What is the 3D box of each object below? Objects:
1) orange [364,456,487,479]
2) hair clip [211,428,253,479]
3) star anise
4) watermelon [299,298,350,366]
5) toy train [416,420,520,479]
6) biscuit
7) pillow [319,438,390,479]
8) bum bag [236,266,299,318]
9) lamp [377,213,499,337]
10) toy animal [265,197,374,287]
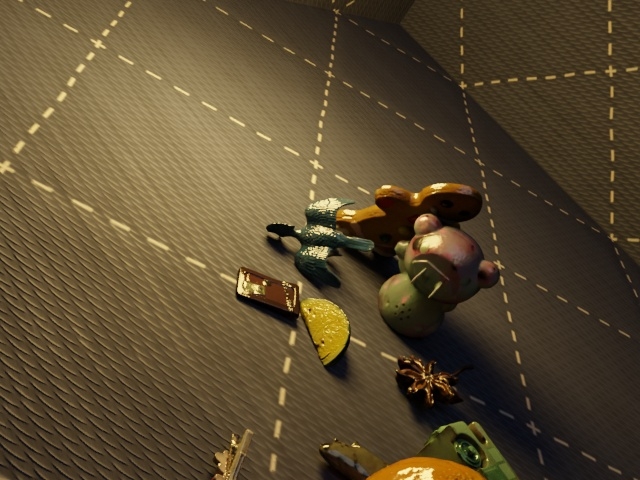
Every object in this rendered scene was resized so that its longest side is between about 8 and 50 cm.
[{"bbox_3d":[0.188,0.529,1.345,0.340,0.293,0.341,24,35,-18],"label":"orange"},{"bbox_3d":[-0.162,0.420,1.388,0.062,0.056,0.214,41,36,-24],"label":"hair clip"},{"bbox_3d":[0.282,0.339,1.897,0.233,0.073,0.177,7,30,-14],"label":"star anise"},{"bbox_3d":[0.026,0.198,1.843,0.092,0.075,0.181,7,43,-33],"label":"watermelon"},{"bbox_3d":[0.342,0.530,1.664,0.159,0.129,0.326,4,43,-51],"label":"toy train"},{"bbox_3d":[0.232,-0.049,2.068,0.283,0.432,0.064,27,61,-34],"label":"biscuit"},{"bbox_3d":[0.105,0.462,1.589,0.241,0.051,0.093,36,36,1],"label":"pillow"},{"bbox_3d":[-0.121,0.120,1.857,0.159,0.026,0.109,21,34,-15],"label":"bum bag"},{"bbox_3d":[0.266,0.105,1.987,0.247,0.301,0.247,43,35,11],"label":"lamp"},{"bbox_3d":[0.000,0.000,2.021,0.176,0.255,0.239,30,64,-59],"label":"toy animal"}]
